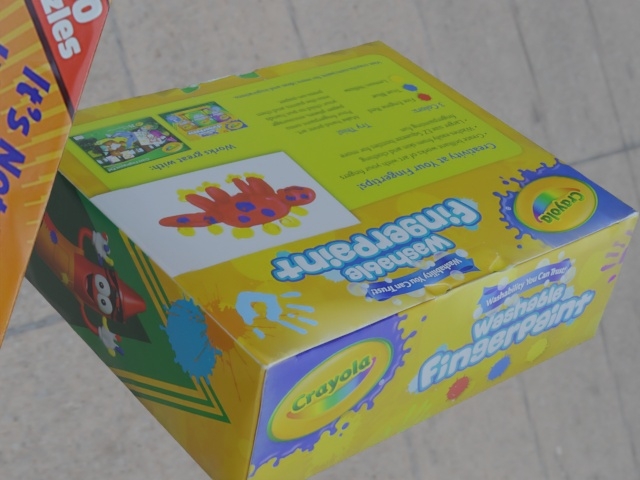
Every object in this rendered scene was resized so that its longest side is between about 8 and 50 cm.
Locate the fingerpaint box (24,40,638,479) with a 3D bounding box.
[{"bbox_3d":[0.000,0.000,1.163,0.445,0.371,0.163,-20,135,-37],"label":"fingerpaint box"}]

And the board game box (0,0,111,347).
[{"bbox_3d":[-0.373,-0.030,0.568,0.356,0.356,0.356,19,87,-41],"label":"board game box"}]
